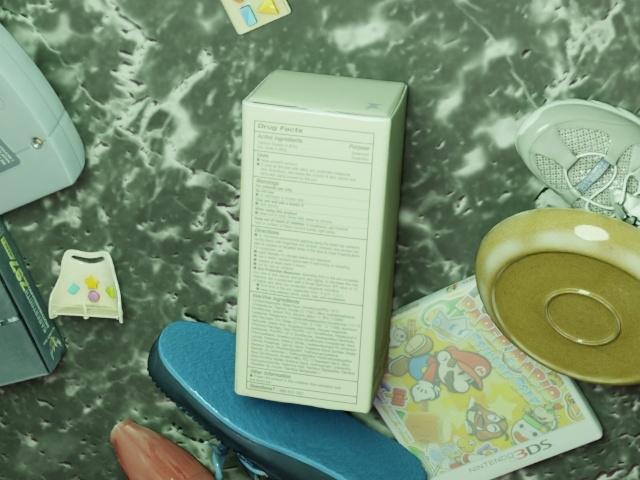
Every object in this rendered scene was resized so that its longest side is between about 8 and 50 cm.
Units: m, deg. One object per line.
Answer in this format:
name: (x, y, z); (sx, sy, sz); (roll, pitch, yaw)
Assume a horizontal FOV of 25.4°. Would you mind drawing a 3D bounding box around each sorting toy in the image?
sorting toy: (-0.072, -0.245, 1.366); (0.062, 0.012, 0.083); (-19, 112, 20)
sorting toy: (-0.250, 0.046, 1.537); (0.083, 0.045, 0.075); (3, 110, 10)

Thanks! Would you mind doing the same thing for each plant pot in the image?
plant pot: (0.255, 0.065, 1.364); (0.236, 0.032, 0.236); (18, 141, 16)

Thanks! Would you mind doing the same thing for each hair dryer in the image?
hair dryer: (-0.141, 0.324, 1.594); (0.293, 0.080, 0.223); (53, 157, 3)

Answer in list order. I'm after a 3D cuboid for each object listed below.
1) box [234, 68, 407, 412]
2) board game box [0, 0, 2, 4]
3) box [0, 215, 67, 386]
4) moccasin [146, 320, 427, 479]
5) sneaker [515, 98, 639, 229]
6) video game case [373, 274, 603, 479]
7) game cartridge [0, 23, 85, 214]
box: (0.000, 0.000, 1.399); (0.148, 0.121, 0.311); (9, 113, 10)
board game box: (-0.400, -0.284, 1.393); (0.193, 0.045, 0.147); (36, 118, -8)
box: (-0.424, 0.084, 1.577); (0.232, 0.059, 0.183); (-13, 115, 19)
moccasin: (-0.051, 0.223, 1.531); (0.342, 0.138, 0.117); (37, 132, -3)
sneaker: (0.309, -0.033, 1.339); (0.281, 0.115, 0.105); (32, 118, -6)
video game case: (0.159, 0.156, 1.517); (0.206, 0.026, 0.227); (-25, 109, 22)
game cartridge: (-0.376, -0.151, 1.406); (0.196, 0.060, 0.294); (-16, 126, 34)
